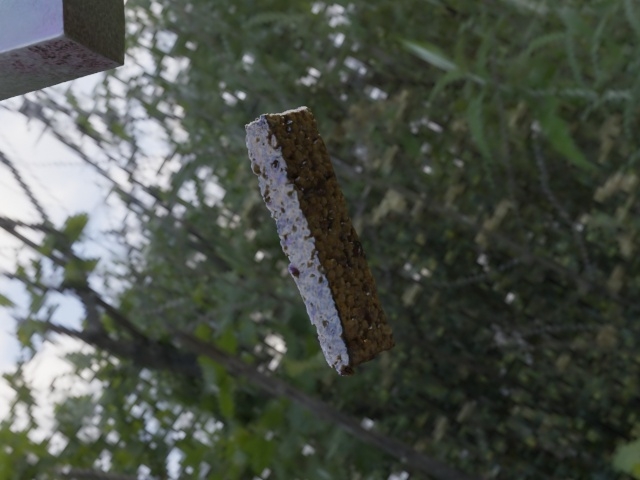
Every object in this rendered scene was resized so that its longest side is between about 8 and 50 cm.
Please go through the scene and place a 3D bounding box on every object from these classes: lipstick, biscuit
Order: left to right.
[{"bbox_3d":[-0.270,-0.110,0.867,0.066,0.317,0.068,24,-122,-60],"label":"lipstick"},{"bbox_3d":[0.000,0.000,1.026,0.064,0.034,0.199,-23,-85,-52],"label":"biscuit"}]
